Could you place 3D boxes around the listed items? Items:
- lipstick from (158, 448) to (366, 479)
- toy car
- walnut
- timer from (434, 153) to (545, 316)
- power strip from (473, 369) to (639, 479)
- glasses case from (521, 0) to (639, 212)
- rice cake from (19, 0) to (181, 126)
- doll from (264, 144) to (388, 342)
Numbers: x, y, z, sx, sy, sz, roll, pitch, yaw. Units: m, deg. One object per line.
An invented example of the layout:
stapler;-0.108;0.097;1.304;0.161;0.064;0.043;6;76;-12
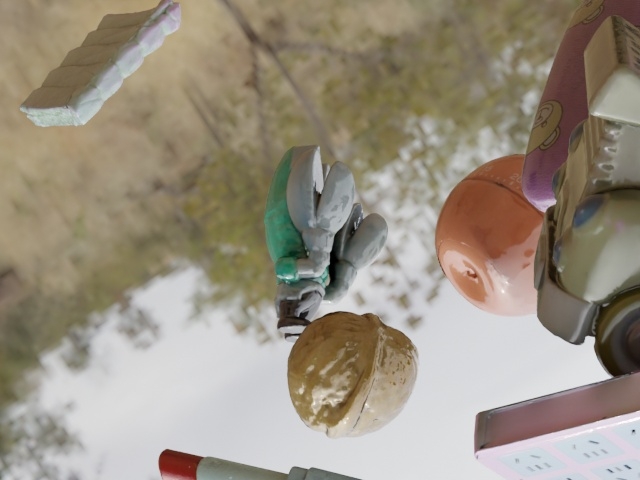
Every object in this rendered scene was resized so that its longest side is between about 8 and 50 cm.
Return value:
lipstick;-0.030;0.253;1.779;0.068;0.274;0.061;82;23;-56
toy car;0.337;-0.012;1.305;0.242;0.336;0.226;-71;172;-69
walnut;0.035;0.161;2.129;0.166;0.166;0.149;-32;-150;26
timer;0.288;-0.008;2.607;0.215;0.229;0.229;-37;-176;-23
power strip;0.235;0.124;1.206;0.279;0.109;0.037;-20;-130;35
glasses case;0.288;-0.155;1.798;0.123;0.076;0.316;-11;-135;39
rice cake;-0.239;-0.190;1.933;0.189;0.037;0.198;-51;-159;-22
doll;0.004;0.002;2.335;0.153;0.258;0.195;-2;180;12
